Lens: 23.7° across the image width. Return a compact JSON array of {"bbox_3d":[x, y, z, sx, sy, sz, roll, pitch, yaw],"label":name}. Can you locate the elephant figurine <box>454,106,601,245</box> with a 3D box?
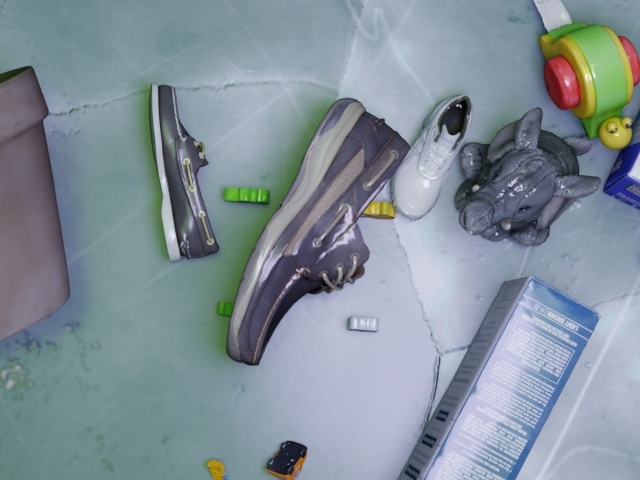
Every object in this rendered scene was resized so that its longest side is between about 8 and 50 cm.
[{"bbox_3d":[0.256,-0.072,1.864,0.169,0.239,0.186,12,85,-1],"label":"elephant figurine"}]

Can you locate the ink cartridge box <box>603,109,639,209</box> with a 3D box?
[{"bbox_3d":[0.542,-0.132,1.925,0.270,0.151,0.395,26,83,1],"label":"ink cartridge box"}]

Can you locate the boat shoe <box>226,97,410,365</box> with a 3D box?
[{"bbox_3d":[0.000,0.000,1.856,0.130,0.132,0.355,26,85,3],"label":"boat shoe"}]

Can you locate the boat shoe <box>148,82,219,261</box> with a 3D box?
[{"bbox_3d":[-0.175,-0.090,1.934,0.069,0.081,0.227,-8,93,-6],"label":"boat shoe"}]

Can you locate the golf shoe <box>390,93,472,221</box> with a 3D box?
[{"bbox_3d":[0.143,-0.111,1.930,0.069,0.086,0.176,24,76,-4],"label":"golf shoe"}]

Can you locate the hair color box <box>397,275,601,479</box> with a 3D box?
[{"bbox_3d":[0.205,0.220,1.871,0.105,0.174,0.347,29,85,-1],"label":"hair color box"}]

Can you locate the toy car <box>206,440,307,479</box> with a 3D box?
[{"bbox_3d":[-0.077,0.284,1.934,0.122,0.060,0.040,2,129,14],"label":"toy car"}]

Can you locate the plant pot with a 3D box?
[{"bbox_3d":[-0.443,-0.021,1.824,0.323,0.323,0.280,-22,102,-4],"label":"plant pot"}]

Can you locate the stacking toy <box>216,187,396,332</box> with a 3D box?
[{"bbox_3d":[-0.019,0.025,1.945,0.221,0.052,0.167,5,83,0],"label":"stacking toy"}]

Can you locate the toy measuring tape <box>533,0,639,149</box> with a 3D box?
[{"bbox_3d":[0.319,-0.269,1.924,0.121,0.121,0.330,-20,77,-4],"label":"toy measuring tape"}]
